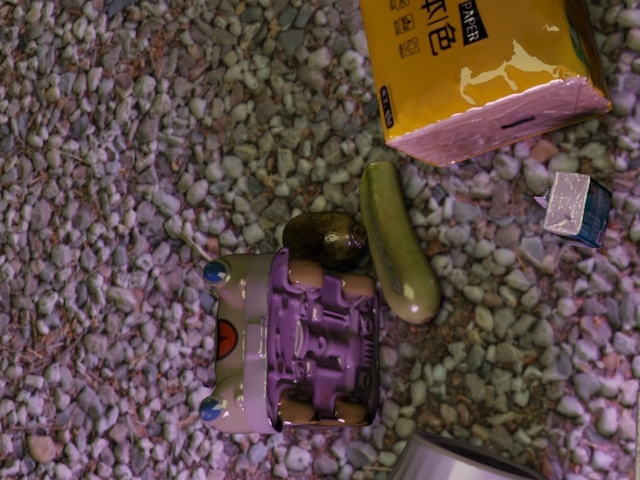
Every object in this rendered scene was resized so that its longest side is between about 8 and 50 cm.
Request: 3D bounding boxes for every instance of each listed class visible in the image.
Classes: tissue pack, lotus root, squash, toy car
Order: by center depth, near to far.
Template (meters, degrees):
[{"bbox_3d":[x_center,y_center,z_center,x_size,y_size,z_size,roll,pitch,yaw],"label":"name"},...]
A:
[{"bbox_3d":[0.339,-0.043,1.601,0.079,0.111,0.085,11,86,30],"label":"tissue pack"},{"bbox_3d":[0.216,-0.332,1.648,0.293,0.228,0.382,-17,73,27],"label":"tissue pack"},{"bbox_3d":[-0.065,0.149,1.660,0.226,0.336,0.242,-3,80,30],"label":"toy car"},{"bbox_3d":[0.113,0.007,1.737,0.083,0.083,0.250,-26,67,23],"label":"squash"},{"bbox_3d":[0.000,0.000,1.781,0.179,0.080,0.089,0,90,49],"label":"lotus root"}]

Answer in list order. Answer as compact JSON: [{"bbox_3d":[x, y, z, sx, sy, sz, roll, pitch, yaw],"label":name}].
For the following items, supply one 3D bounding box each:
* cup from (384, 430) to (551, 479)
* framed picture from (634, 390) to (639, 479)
[{"bbox_3d":[0.154,0.457,1.539,0.253,0.253,0.372,19,90,30],"label":"cup"},{"bbox_3d":[0.526,0.286,1.495,0.259,0.023,0.189,-2,81,28],"label":"framed picture"}]
